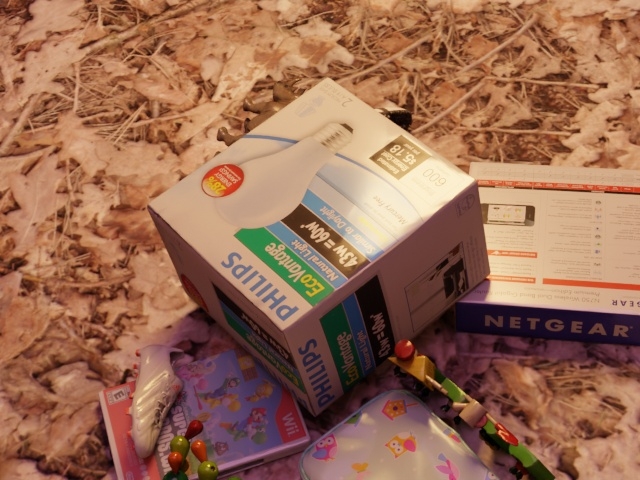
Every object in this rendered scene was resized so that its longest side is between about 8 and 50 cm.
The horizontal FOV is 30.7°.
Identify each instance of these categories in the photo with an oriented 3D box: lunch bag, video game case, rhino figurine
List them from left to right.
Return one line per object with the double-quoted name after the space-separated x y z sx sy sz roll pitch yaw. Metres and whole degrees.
-0.177 0.269 1.752 0.285 0.025 0.204 -17 50 -8 "video game case"
-0.094 -0.218 2.126 0.106 0.073 0.243 17 52 25 "rhino figurine"
0.110 0.352 1.588 0.224 0.108 0.279 -36 53 -15 "lunch bag"

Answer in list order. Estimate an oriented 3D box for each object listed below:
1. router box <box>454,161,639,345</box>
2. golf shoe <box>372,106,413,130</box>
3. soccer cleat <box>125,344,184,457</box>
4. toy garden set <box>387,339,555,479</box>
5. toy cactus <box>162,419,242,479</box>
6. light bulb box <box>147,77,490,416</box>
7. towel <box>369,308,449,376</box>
0.390 0.015 1.856 0.335 0.082 0.301 4 51 11 "router box"
0.065 -0.219 2.102 0.198 0.077 0.094 -13 49 -5 "golf shoe"
-0.244 0.233 1.732 0.076 0.068 0.196 -2 47 2 "soccer cleat"
0.199 0.243 1.618 0.049 0.204 0.244 -47 56 -2 "toy garden set"
-0.179 0.378 1.618 0.180 0.112 0.219 -35 71 7 "toy cactus"
0.000 0.000 1.752 0.361 0.225 0.358 -38 51 -17 "light bulb box"
0.048 0.090 1.861 0.282 0.049 0.187 33 63 31 "towel"
